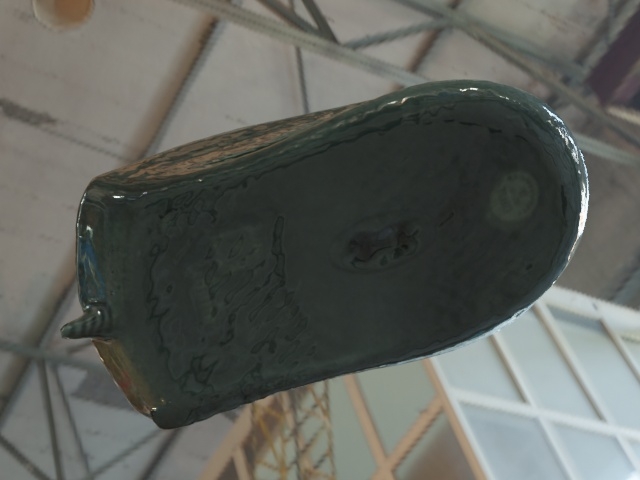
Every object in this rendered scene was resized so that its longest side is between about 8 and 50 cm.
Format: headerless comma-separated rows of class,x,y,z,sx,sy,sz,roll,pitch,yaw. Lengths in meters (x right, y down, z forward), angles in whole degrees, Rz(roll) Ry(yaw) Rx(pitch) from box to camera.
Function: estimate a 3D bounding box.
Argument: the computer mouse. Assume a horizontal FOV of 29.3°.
computer mouse,0.000,0.000,0.837,0.371,0.122,0.188,-17,-73,-14
